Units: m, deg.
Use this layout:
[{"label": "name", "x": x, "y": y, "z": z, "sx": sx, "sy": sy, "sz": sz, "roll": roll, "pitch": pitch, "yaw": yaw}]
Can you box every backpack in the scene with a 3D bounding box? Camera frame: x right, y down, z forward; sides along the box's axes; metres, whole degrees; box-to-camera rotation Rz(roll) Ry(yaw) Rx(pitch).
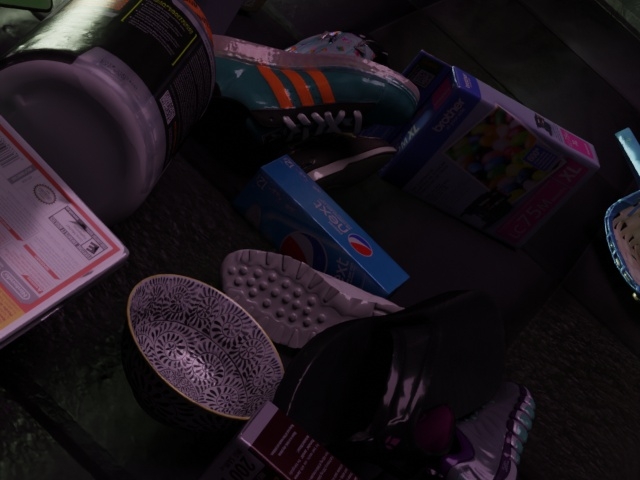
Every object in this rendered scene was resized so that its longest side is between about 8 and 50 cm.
[{"label": "backpack", "x": -0.008, "y": -0.205, "z": 1.799, "sx": 0.115, "sy": 0.152, "sz": 0.182, "roll": 41, "pitch": 40, "yaw": 13}]

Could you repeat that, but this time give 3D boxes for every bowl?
[{"label": "bowl", "x": -0.124, "y": 0.119, "z": 1.237, "sx": 0.170, "sy": 0.080, "sz": 0.170, "roll": 31, "pitch": 29, "yaw": -20}]

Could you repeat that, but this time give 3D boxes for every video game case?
[{"label": "video game case", "x": -0.323, "y": 0.011, "z": 1.096, "sx": 0.204, "sy": 0.025, "sz": 0.285, "roll": 46, "pitch": 50, "yaw": 9}]

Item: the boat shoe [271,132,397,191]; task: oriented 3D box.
[{"label": "boat shoe", "x": 0.021, "y": -0.108, "z": 1.738, "sx": 0.069, "sy": 0.081, "sz": 0.227, "roll": 52, "pitch": 32, "yaw": 12}]

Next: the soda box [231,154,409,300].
[{"label": "soda box", "x": 0.000, "y": 0.000, "z": 1.574, "sx": 0.210, "sy": 0.067, "sz": 0.071, "roll": 44, "pitch": 29, "yaw": 7}]

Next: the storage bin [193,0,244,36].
[{"label": "storage bin", "x": -0.154, "y": -0.317, "z": 1.768, "sx": 0.091, "sy": 0.098, "sz": 0.135, "roll": 37, "pitch": 69, "yaw": -27}]

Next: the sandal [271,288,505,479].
[{"label": "sandal", "x": 0.093, "y": 0.143, "z": 1.332, "sx": 0.445, "sy": 0.107, "sz": 0.168, "roll": -26, "pitch": 110, "yaw": -53}]

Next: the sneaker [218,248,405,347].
[{"label": "sneaker", "x": -0.007, "y": 0.072, "z": 1.464, "sx": 0.235, "sy": 0.090, "sz": 0.095, "roll": 25, "pitch": 5, "yaw": -16}]

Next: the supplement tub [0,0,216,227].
[{"label": "supplement tub", "x": -0.221, "y": -0.153, "z": 1.387, "sx": 0.193, "sy": 0.193, "sz": 0.316, "roll": 37, "pitch": 29, "yaw": -8}]

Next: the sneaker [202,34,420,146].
[{"label": "sneaker", "x": -0.034, "y": -0.162, "z": 1.644, "sx": 0.302, "sy": 0.108, "sz": 0.121, "roll": 9, "pitch": 69, "yaw": 2}]

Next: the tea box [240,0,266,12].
[{"label": "tea box", "x": -0.161, "y": -0.525, "z": 1.850, "sx": 0.329, "sy": 0.323, "sz": 0.220, "roll": 4, "pitch": 45, "yaw": -47}]

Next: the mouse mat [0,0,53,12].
[{"label": "mouse mat", "x": -0.383, "y": -0.366, "z": 1.584, "sx": 0.152, "sy": 0.007, "sz": 0.190, "roll": -2, "pitch": 82, "yaw": -52}]

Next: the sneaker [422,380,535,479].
[{"label": "sneaker", "x": 0.173, "y": 0.207, "z": 1.481, "sx": 0.098, "sy": 0.083, "sz": 0.224, "roll": 33, "pitch": 29, "yaw": -4}]

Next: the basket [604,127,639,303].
[{"label": "basket", "x": 0.549, "y": -0.010, "z": 2.089, "sx": 0.255, "sy": 0.201, "sz": 0.289, "roll": -101, "pitch": 166, "yaw": -50}]

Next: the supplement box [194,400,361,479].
[{"label": "supplement box", "x": -0.001, "y": 0.264, "z": 1.130, "sx": 0.239, "sy": 0.130, "sz": 0.073, "roll": 40, "pitch": 28, "yaw": 1}]

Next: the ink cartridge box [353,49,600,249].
[{"label": "ink cartridge box", "x": 0.214, "y": -0.121, "z": 1.883, "sx": 0.311, "sy": 0.186, "sz": 0.065, "roll": 27, "pitch": 33, "yaw": -23}]
